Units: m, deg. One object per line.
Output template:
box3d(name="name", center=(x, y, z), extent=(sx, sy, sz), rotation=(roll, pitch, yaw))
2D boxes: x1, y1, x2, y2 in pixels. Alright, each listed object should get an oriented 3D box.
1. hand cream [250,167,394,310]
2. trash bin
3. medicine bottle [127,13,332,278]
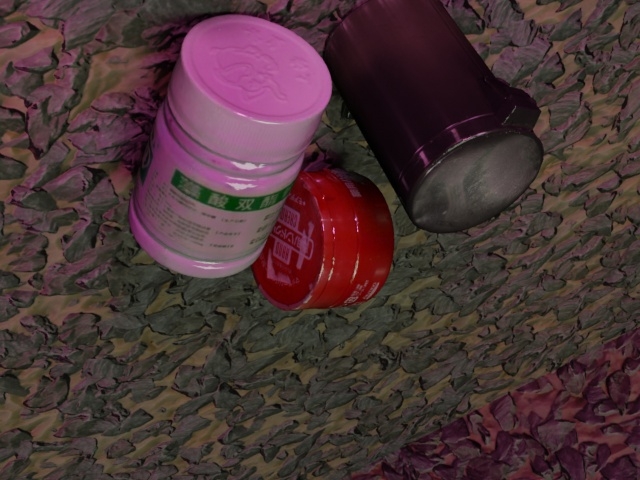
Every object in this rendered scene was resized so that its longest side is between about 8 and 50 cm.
box3d(name="hand cream", center=(0.000, 0.000, 1.964), extent=(0.149, 0.230, 0.230), rotation=(2, 139, -35))
box3d(name="trash bin", center=(0.152, -0.187, 1.728), extent=(0.203, 0.301, 0.252), rotation=(3, 135, -37))
box3d(name="medicine bottle", center=(-0.131, -0.121, 1.705), extent=(0.212, 0.212, 0.325), rotation=(-6, 143, -30))
